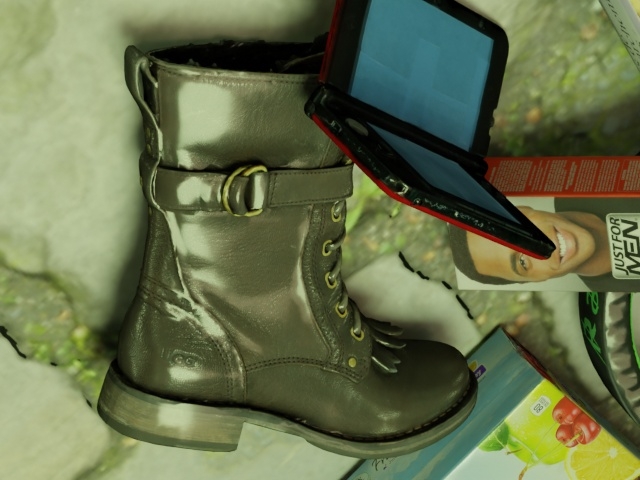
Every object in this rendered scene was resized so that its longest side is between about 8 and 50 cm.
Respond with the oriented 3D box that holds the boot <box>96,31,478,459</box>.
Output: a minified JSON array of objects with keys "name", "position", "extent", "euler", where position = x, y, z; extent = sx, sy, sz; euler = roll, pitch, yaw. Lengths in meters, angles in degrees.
[{"name":"boot","position":[0.000,0.000,1.000],"extent":[0.263,0.091,0.229],"euler":[1,110,-33]}]

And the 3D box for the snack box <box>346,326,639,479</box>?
[{"name":"snack box","position":[0.126,0.180,1.173],"extent":[0.174,0.070,0.207],"euler":[-45,126,6]}]

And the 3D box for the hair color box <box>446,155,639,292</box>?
[{"name":"hair color box","position":[0.146,-0.009,1.038],"extent":[0.141,0.043,0.072],"euler":[0,127,19]}]

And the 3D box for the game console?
[{"name":"game console","position":[0.070,-0.068,0.948],"extent":[0.144,0.124,0.085],"euler":[20,110,-46]}]

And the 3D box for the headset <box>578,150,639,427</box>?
[{"name":"headset","position":[0.351,0.035,1.163],"extent":[0.394,0.185,0.243],"euler":[11,104,-12]}]

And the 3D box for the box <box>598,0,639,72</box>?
[{"name":"box","position":[0.167,-0.165,0.957],"extent":[0.067,0.063,0.324],"euler":[-35,118,0]}]
